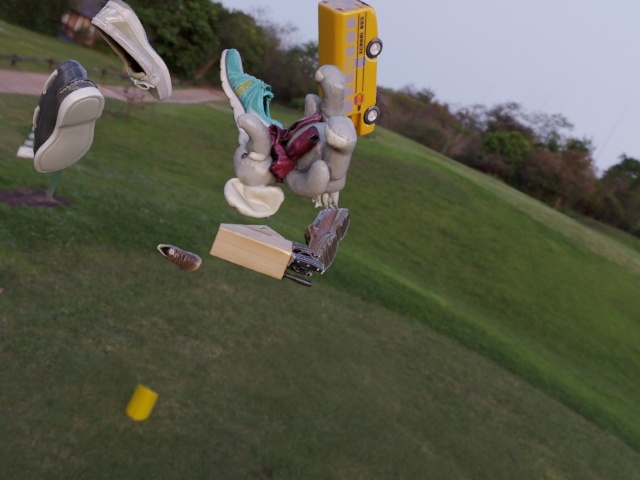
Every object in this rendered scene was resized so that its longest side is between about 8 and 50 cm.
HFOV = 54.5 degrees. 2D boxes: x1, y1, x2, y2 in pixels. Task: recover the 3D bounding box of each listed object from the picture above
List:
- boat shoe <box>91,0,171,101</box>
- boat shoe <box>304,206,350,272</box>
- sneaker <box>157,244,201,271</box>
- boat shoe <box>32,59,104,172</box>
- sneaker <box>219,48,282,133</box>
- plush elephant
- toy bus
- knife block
[{"bbox_3d":[-0.507,-0.494,1.682,0.118,0.103,0.320,28,-23,25],"label":"boat shoe"},{"bbox_3d":[0.000,0.000,2.026,0.104,0.111,0.307,8,35,21],"label":"boat shoe"},{"bbox_3d":[-0.493,0.058,2.145,0.188,0.066,0.071,14,-14,38],"label":"sneaker"},{"bbox_3d":[-0.514,-0.239,1.241,0.114,0.302,0.091,-21,79,-47],"label":"boat shoe"},{"bbox_3d":[-0.176,-0.371,1.586,0.275,0.110,0.107,68,13,13],"label":"sneaker"},{"bbox_3d":[-0.077,-0.190,1.323,0.255,0.330,0.272,0,50,-6],"label":"plush elephant"},{"bbox_3d":[0.069,-0.422,1.541,0.130,0.333,0.108,-22,44,-25],"label":"toy bus"},{"bbox_3d":[-0.133,0.047,1.730,0.242,0.088,0.275,34,19,33],"label":"knife block"}]
